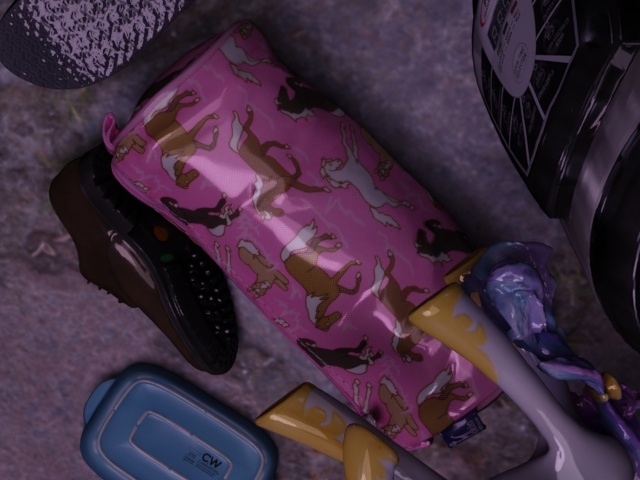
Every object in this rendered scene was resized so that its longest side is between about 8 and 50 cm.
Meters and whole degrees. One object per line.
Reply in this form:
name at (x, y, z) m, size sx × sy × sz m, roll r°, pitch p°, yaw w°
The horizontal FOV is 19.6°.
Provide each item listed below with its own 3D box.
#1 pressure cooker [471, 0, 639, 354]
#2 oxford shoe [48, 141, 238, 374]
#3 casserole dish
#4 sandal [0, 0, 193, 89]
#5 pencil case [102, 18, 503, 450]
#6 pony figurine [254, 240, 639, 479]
pressure cooker at (0.300, -0.142, 1.287) m, size 0.370 × 0.420 × 0.375 m, roll -29°, pitch 135°, yaw 12°
oxford shoe at (-0.151, 0.024, 1.599) m, size 0.096 × 0.083 × 0.227 m, roll -25°, pitch 103°, yaw 37°
casserole dish at (-0.124, 0.187, 1.636) m, size 0.188 × 0.037 × 0.114 m, roll 33°, pitch 81°, yaw -2°
sandal at (-0.153, -0.208, 1.530) m, size 0.254 × 0.054 × 0.097 m, roll -30°, pitch 108°, yaw 8°
pencil case at (0.000, 0.000, 1.513) m, size 0.386 × 0.167 × 0.160 m, roll 47°, pitch 135°, yaw -7°
pony figurine at (0.186, 0.185, 1.366) m, size 0.351 × 0.303 × 0.363 m, roll -36°, pitch 91°, yaw -15°
